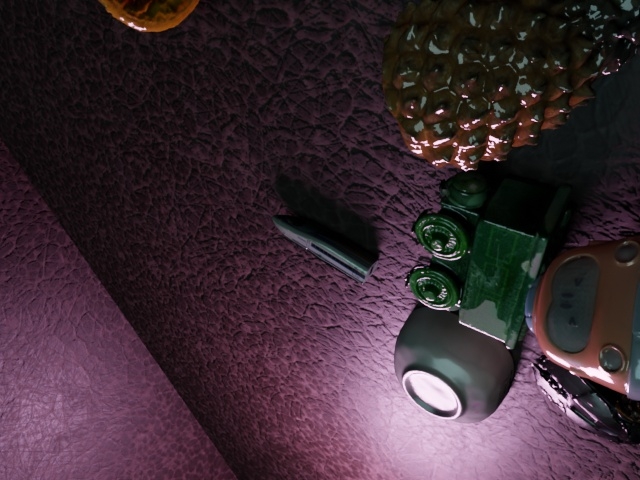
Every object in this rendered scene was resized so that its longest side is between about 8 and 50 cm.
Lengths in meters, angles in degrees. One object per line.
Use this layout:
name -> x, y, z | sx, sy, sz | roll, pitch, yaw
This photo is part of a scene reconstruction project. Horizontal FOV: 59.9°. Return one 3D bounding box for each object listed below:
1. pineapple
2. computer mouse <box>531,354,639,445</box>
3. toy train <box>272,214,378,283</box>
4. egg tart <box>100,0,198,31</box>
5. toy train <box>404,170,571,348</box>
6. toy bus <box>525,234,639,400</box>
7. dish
pineapple -> 0.254, -0.216, 0.589 | 0.357, 0.223, 0.223 | -18, 112, 36
computer mouse -> 0.466, 0.274, 0.929 | 0.241, 0.077, 0.147 | 31, 139, 20
toy train -> 0.000, 0.000, 1.144 | 0.251, 0.055, 0.048 | 31, 141, 18
egg tart -> -0.308, -0.460, 0.921 | 0.147, 0.202, 0.203 | 32, 143, 40
toy train -> 0.247, 0.018, 0.848 | 0.201, 0.145, 0.266 | 21, 137, 25
toy bus -> 0.390, 0.097, 0.689 | 0.287, 0.194, 0.232 | 19, 172, -39
dish -> 0.246, 0.265, 1.101 | 0.256, 0.117, 0.256 | 27, 140, 25
